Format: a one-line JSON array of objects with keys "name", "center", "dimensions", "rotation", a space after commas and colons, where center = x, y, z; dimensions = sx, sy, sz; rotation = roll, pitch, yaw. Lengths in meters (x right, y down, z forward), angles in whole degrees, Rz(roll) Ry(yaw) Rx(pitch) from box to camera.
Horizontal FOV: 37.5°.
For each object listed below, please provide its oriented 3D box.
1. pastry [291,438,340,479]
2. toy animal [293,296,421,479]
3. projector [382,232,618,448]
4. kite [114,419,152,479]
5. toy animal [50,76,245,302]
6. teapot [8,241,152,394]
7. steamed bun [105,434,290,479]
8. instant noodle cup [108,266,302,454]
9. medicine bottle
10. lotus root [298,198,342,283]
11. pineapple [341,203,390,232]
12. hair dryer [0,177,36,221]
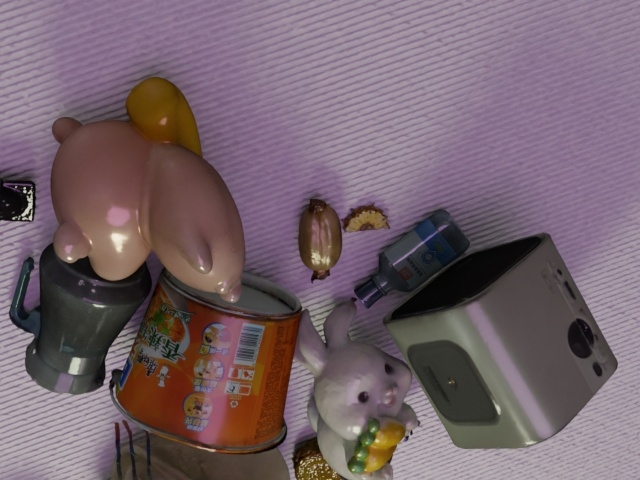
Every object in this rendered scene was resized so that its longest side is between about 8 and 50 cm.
[{"name": "pastry", "center": [-0.002, 0.413, 1.738], "dimensions": [0.097, 0.057, 0.109], "rotation": [-29, 116, 3]}, {"name": "toy animal", "center": [0.063, 0.267, 1.596], "dimensions": [0.182, 0.247, 0.310], "rotation": [-32, 134, -16]}, {"name": "projector", "center": [0.288, 0.163, 1.515], "dimensions": [0.248, 0.248, 0.249], "rotation": [-34, 97, -32]}, {"name": "kite", "center": [-0.294, 0.404, 1.525], "dimensions": [0.127, 0.016, 0.230], "rotation": [-9, 85, 27]}, {"name": "toy animal", "center": [-0.258, -0.030, 1.338], "dimensions": [0.246, 0.345, 0.278], "rotation": [-19, 151, -16]}, {"name": "teapot", "center": [-0.382, 0.106, 1.461], "dimensions": [0.203, 0.171, 0.225], "rotation": [29, 116, 10]}, {"name": "steamed bun", "center": [-0.211, 0.503, 1.622], "dimensions": [0.352, 0.247, 0.339], "rotation": [-13, 113, -6]}, {"name": "instant noodle cup", "center": [-0.161, 0.170, 1.478], "dimensions": [0.296, 0.296, 0.214], "rotation": [14, 102, -18]}, {"name": "medicine bottle", "center": [0.151, 0.038, 1.598], "dimensions": [0.208, 0.054, 0.090], "rotation": [-38, 117, 6]}, {"name": "lotus root", "center": [0.000, 0.000, 1.541], "dimensions": [0.073, 0.062, 0.151], "rotation": [-3, 115, -3]}, {"name": "pineapple", "center": [0.077, -0.037, 1.567], "dimensions": [0.083, 0.019, 0.045], "rotation": [-6, 122, -11]}, {"name": "hair dryer", "center": [-0.536, 0.010, 1.430], "dimensions": [0.195, 0.078, 0.248], "rotation": [3, 123, -15]}]
